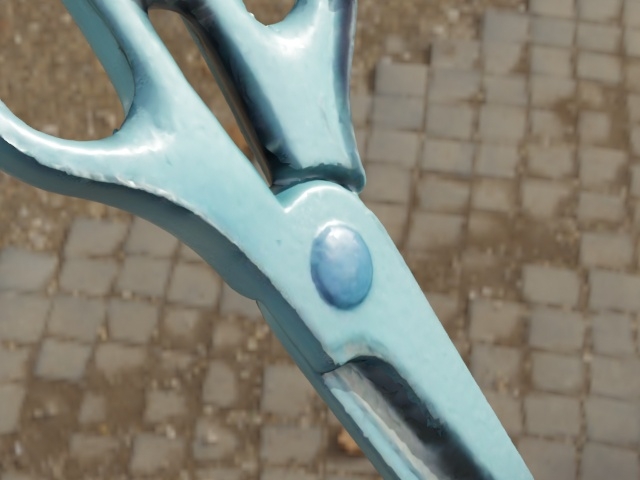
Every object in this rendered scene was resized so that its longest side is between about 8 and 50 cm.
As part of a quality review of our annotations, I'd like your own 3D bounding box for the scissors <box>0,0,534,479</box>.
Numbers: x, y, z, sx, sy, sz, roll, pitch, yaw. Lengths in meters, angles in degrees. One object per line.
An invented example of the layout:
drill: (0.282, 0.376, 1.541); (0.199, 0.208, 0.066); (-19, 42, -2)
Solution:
scissors: (0.000, 0.000, 0.628); (0.032, 0.393, 0.180); (-8, 33, 48)
